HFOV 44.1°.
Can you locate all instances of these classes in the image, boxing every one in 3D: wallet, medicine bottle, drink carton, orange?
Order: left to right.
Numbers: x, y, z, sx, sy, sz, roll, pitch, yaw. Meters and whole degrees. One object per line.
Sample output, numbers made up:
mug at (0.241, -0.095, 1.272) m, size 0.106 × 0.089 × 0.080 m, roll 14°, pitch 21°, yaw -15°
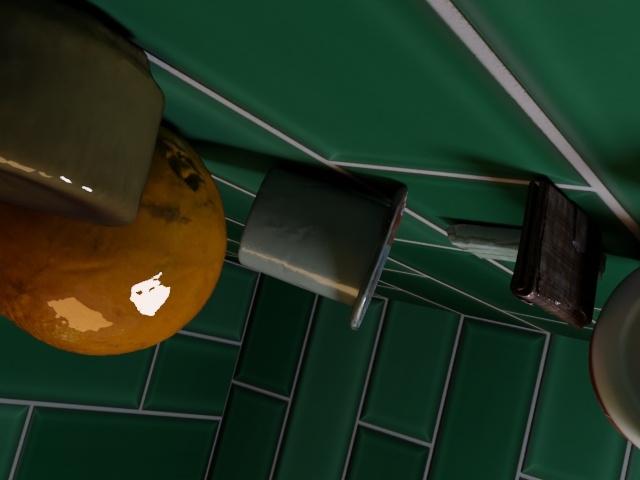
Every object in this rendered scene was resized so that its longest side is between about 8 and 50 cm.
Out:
orange at (-0.269, -0.012, 0.960) m, size 0.312 × 0.312 × 0.312 m, roll 14°, pitch 173°, yaw 2°
drink carton at (0.000, 0.000, 1.046) m, size 0.189 × 0.191 × 0.185 m, roll 21°, pitch 176°, yaw 3°
wallet at (0.263, 0.022, 0.864) m, size 0.042 × 0.124 × 0.230 m, roll 4°, pitch 169°, yaw 35°
medicine bottle at (0.448, 0.144, 0.929) m, size 0.252 × 0.253 × 0.241 m, roll 12°, pitch 172°, yaw 19°

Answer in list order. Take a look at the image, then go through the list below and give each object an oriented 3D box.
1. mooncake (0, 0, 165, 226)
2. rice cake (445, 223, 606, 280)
mooncake at (-0.276, -0.123, 0.680) m, size 0.284 × 0.156 × 0.284 m, roll 16°, pitch 173°, yaw 2°
rice cake at (0.283, 0.012, 1.103) m, size 0.211 × 0.038 × 0.124 m, roll 10°, pitch 172°, yaw 36°
